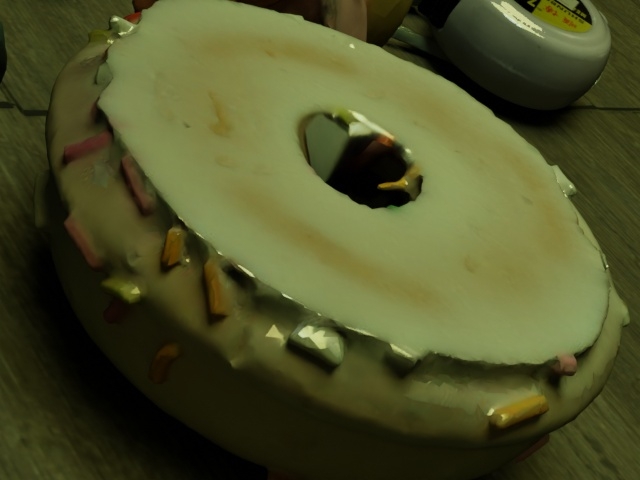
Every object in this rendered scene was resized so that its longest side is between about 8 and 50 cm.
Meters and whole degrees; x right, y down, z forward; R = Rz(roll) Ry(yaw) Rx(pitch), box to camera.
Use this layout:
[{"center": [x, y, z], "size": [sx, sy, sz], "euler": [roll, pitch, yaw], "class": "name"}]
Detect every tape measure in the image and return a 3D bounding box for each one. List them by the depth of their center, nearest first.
[{"center": [0.182, -0.202, 1.289], "size": [0.196, 0.105, 0.178], "euler": [37, 35, 5], "class": "tape measure"}]

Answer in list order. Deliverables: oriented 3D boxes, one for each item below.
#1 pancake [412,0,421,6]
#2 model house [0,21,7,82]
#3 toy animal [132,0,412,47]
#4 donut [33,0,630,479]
[{"center": [0.042, -0.325, 1.414], "size": [0.254, 0.037, 0.253], "euler": [21, 32, -14], "class": "pancake"}, {"center": [-0.314, -0.127, 0.681], "size": [0.237, 0.215, 0.303], "euler": [20, 27, -34], "class": "model house"}, {"center": [-0.008, -0.213, 1.106], "size": [0.169, 0.195, 0.281], "euler": [66, 32, -17], "class": "toy animal"}, {"center": [0.000, 0.000, 0.819], "size": [0.383, 0.142, 0.382], "euler": [21, 32, -14], "class": "donut"}]
